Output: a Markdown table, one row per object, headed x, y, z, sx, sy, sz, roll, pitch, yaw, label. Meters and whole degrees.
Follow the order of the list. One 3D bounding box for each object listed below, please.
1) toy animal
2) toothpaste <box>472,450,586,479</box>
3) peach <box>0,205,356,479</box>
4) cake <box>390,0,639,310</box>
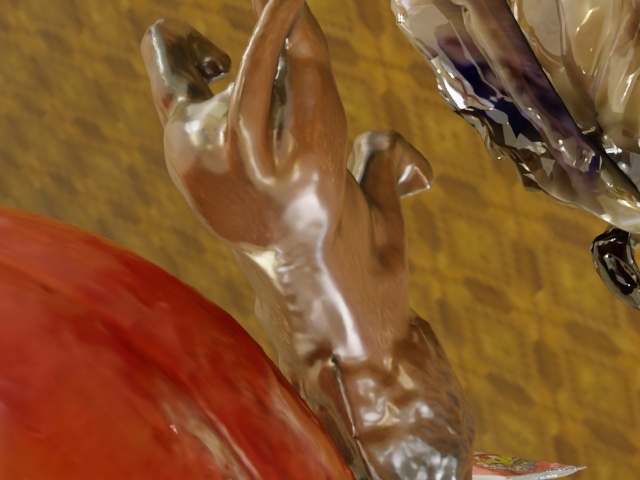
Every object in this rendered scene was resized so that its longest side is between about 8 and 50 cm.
| x | y | z | sx | sy | sz | roll | pitch | yaw | label |
| --- | --- | --- | --- | --- | --- | --- | --- | --- | --- |
| 0.000 | 0.000 | 0.706 | 0.157 | 0.097 | 0.312 | -101 | -10 | -45 | toy animal |
| 0.141 | 0.223 | 1.643 | 0.234 | 0.089 | 0.057 | -9 | 85 | 55 | toothpaste |
| -0.122 | 0.170 | 0.597 | 0.370 | 0.370 | 0.370 | 36 | 149 | 25 | peach |
| 0.192 | -0.108 | 0.769 | 0.332 | 0.321 | 0.332 | 30 | 163 | 10 | cake |
